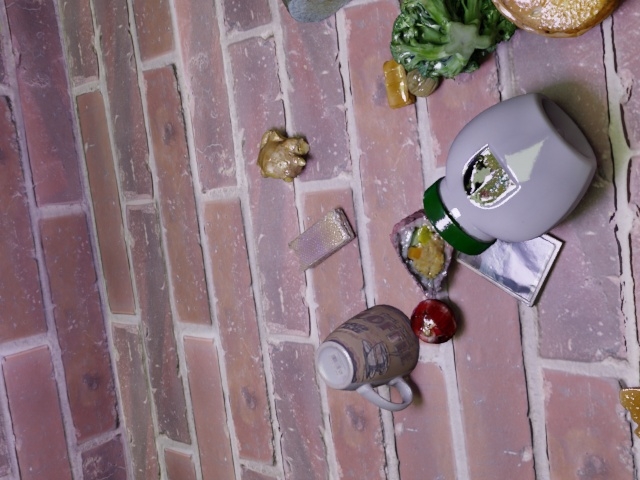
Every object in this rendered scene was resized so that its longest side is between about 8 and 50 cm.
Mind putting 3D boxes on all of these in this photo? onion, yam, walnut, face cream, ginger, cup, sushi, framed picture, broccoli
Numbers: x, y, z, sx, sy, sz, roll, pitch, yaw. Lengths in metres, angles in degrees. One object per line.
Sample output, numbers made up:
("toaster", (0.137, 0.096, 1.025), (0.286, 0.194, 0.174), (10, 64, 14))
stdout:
("onion", (0.305, 0.217, 1.966), (0.131, 0.131, 0.131), (11, 106, 41))
("yam", (-0.048, -0.766, 2.031), (0.202, 0.202, 0.271), (-29, 73, 41))
("walnut", (0.263, -0.414, 1.891), (0.092, 0.092, 0.092), (11, 106, 41))
("face cream", (0.431, -0.145, 1.695), (0.357, 0.220, 0.312), (-44, 70, 36))
("ginger", (-0.116, -0.255, 2.259), (0.216, 0.102, 0.157), (21, 89, 41))
("cup", (0.134, 0.354, 2.060), (0.227, 0.257, 0.301), (-43, 72, 42))
("sushi", (0.289, 0.026, 1.926), (0.161, 0.107, 0.241), (-32, 108, 6))
("framed picture", (0.464, 0.025, 1.844), (0.260, 0.023, 0.188), (35, 118, 33))
("broccoli", (0.305, -0.495, 1.722), (0.265, 0.295, 0.245), (62, 179, -27))

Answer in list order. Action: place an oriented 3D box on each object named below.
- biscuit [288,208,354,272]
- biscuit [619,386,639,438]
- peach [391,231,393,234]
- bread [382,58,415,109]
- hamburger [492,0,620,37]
("biscuit", (0.000, 0.000, 2.236), (0.239, 0.062, 0.108), (-37, 72, 40))
("biscuit", (0.782, 0.365, 1.612), (0.212, 0.041, 0.238), (49, 128, 31))
("peach", (0.233, -0.006, 2.007), (0.083, 0.083, 0.083), (11, 106, 41))
("bread", (0.209, -0.419, 1.955), (0.074, 0.053, 0.132), (-2, 100, 43))
("hamburger", (0.498, -0.585, 1.554), (0.314, 0.170, 0.289), (32, 112, 16))
